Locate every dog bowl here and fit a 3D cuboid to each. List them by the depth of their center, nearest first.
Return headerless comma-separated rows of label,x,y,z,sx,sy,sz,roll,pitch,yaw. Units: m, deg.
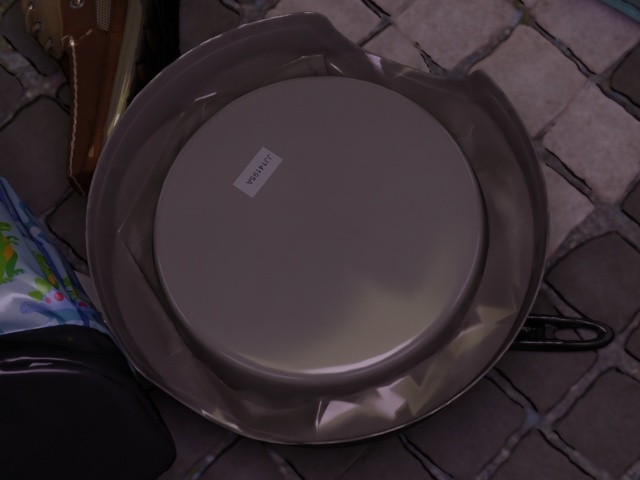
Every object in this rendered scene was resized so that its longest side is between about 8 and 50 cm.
dog bowl,0.000,0.000,1.383,0.349,0.102,0.349,-2,68,4

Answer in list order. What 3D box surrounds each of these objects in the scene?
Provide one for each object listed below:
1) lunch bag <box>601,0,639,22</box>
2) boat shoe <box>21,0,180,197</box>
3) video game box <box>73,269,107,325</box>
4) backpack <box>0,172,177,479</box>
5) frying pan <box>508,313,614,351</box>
lunch bag,0.359,-0.263,1.467,0.262,0.160,0.223,26,72,0
boat shoe,-0.182,-0.186,1.502,0.120,0.122,0.324,1,64,9
video game box,-0.273,0.101,1.443,0.187,0.048,0.205,22,74,13
backpack,-0.296,0.059,1.288,0.290,0.273,0.355,-25,28,-3
frying pan,0.046,0.088,1.429,0.326,0.053,0.197,22,75,14
